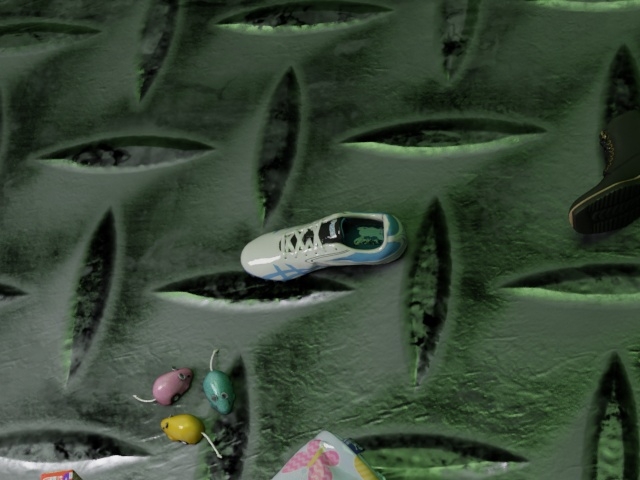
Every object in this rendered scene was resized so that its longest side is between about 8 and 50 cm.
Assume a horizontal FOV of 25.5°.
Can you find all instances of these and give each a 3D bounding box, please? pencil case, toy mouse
[{"bbox_3d":[-0.039,0.359,1.711,0.124,0.113,0.273,41,76,19],"label":"pencil case"},{"bbox_3d":[-0.172,0.201,1.905,0.161,0.031,0.143,16,63,25],"label":"toy mouse"}]

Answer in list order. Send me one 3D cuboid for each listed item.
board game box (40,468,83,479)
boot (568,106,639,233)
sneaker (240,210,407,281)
[{"bbox_3d":[-0.286,0.384,1.719,0.045,0.193,0.147,-10,55,11],"label":"board game box"},{"bbox_3d":[0.392,-0.095,1.910,0.198,0.077,0.137,-25,48,-16],"label":"boot"},{"bbox_3d":[0.000,0.000,1.952,0.237,0.086,0.085,-9,57,13],"label":"sneaker"}]
